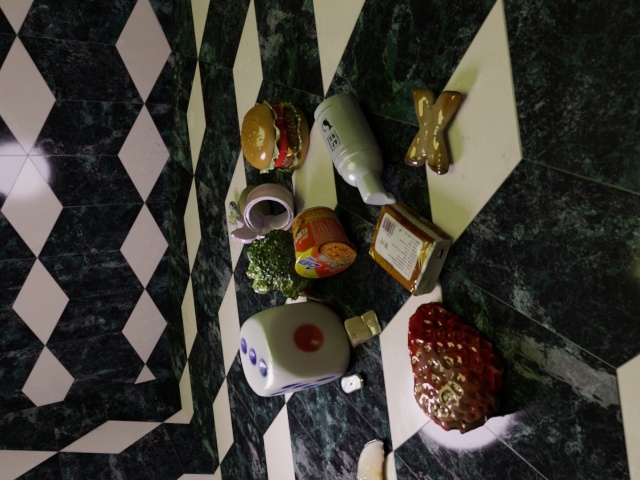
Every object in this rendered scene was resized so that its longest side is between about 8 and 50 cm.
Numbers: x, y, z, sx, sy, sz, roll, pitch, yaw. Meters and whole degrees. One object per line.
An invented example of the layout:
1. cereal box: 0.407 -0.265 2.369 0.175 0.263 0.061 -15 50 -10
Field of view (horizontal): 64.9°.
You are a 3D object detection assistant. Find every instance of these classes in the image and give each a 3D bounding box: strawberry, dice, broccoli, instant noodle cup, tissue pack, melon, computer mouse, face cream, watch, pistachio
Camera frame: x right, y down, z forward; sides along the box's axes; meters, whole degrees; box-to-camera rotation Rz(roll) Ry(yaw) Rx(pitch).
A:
1. strawberry: 0.307 0.321 1.287 0.335 0.150 0.265 65 146 29
2. dice: -0.098 0.389 1.793 0.304 0.305 0.276 -49 53 53
3. broccoli: -0.136 0.091 1.808 0.235 0.288 0.259 26 96 56
4. instant noodle cup: 0.000 0.000 1.690 0.213 0.214 0.174 -58 39 45
5. tissue pack: 0.241 0.021 1.392 0.226 0.092 0.183 44 131 45
6. melon: 0.174 0.727 1.668 0.098 0.054 0.182 13 107 51
7. computer mouse: 0.118 0.489 1.733 0.110 0.032 0.055 -35 67 44
8. face cream: 0.109 -0.255 1.504 0.145 0.146 0.369 -52 52 49
9. watch: -0.222 -0.114 1.976 0.210 0.249 0.217 -87 1 -54
10. pistachio: -0.287 -0.146 2.195 0.135 0.136 0.225 -63 38 42

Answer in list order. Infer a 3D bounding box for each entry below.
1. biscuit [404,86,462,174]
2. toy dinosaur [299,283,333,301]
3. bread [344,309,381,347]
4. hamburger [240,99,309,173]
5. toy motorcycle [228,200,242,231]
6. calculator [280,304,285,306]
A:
1. biscuit: 0.288 -0.285 1.302 0.164 0.047 0.207 31 121 51
2. toy dinosaur: -0.065 0.186 1.899 0.280 0.101 0.055 2 122 31
3. bread: 0.140 0.297 1.670 0.152 0.105 0.077 77 174 -69
4. hamburger: -0.189 -0.388 1.895 0.275 0.213 0.274 15 108 56
5. toy motorcycle: -0.395 -0.085 2.418 0.228 0.074 0.151 49 137 41
6. calculator: -0.143 0.327 2.133 0.153 0.021 0.095 35 124 50
